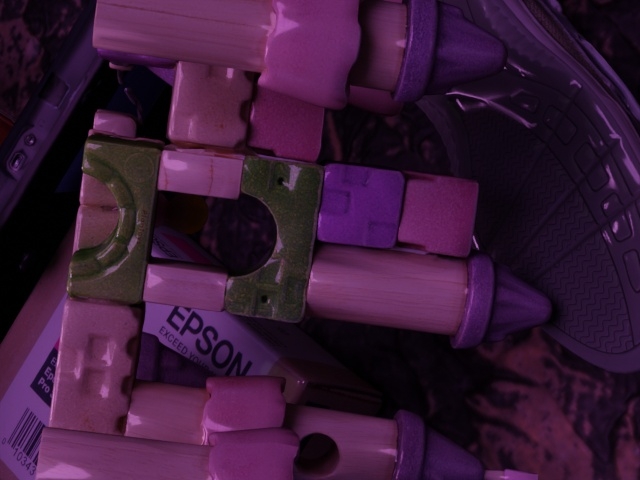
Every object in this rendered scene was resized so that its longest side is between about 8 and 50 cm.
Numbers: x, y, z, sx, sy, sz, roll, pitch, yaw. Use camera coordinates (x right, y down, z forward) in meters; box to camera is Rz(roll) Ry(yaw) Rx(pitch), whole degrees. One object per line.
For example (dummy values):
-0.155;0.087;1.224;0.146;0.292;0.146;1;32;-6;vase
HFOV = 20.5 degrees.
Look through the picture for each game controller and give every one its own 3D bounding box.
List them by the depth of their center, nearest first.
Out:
-0.124;-0.112;1.162;0.067;0.166;0.319;36;100;16;game controller

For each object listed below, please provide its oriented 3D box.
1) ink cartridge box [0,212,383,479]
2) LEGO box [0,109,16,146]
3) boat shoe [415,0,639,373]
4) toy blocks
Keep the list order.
-0.104;0.111;1.132;0.235;0.088;0.193;38;101;37;ink cartridge box
-0.466;0.106;1.252;0.500;0.193;0.372;-20;51;35;LEGO box
0.128;-0.066;1.008;0.118;0.103;0.320;-53;54;31;boat shoe
0.000;0.000;0.940;0.260;0.309;0.288;7;95;-6;toy blocks
